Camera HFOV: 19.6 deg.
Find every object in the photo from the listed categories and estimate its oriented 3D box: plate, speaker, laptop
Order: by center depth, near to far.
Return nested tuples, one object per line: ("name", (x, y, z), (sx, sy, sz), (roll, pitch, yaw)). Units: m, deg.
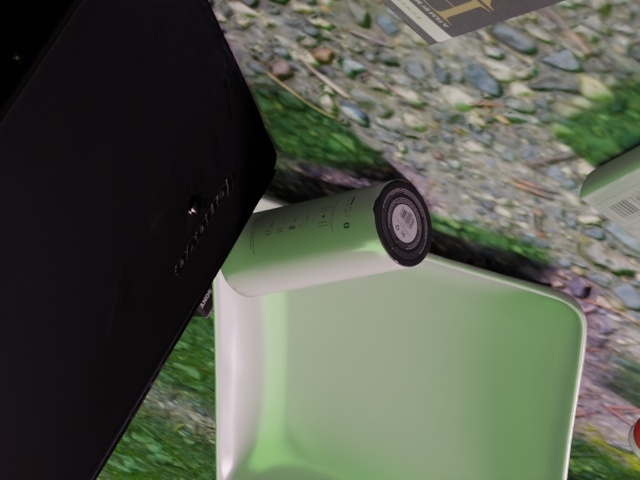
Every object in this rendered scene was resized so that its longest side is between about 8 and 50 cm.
("laptop", (-0.247, -0.035, 0.981), (0.408, 0.382, 0.236), (32, 157, -7))
("speaker", (0.000, 0.000, 1.153), (0.136, 0.055, 0.055), (-12, 135, 40))
("plate", (0.051, 0.107, 1.250), (0.277, 0.045, 0.278), (19, 127, 27))

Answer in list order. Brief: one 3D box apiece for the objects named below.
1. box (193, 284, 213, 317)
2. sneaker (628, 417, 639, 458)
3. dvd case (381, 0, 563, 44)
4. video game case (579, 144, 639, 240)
("box", (-0.167, 0.005, 1.438), (0.162, 0.029, 0.116), (43, 155, -26))
("sneaker", (0.259, 0.146, 1.202), (0.118, 0.042, 0.067), (29, 161, 7))
("dvd case", (0.058, -0.162, 0.823), (0.164, 0.018, 0.221), (39, 156, -22))
("video game case", (0.245, -0.005, 0.927), (0.173, 0.022, 0.190), (34, 156, -10))
